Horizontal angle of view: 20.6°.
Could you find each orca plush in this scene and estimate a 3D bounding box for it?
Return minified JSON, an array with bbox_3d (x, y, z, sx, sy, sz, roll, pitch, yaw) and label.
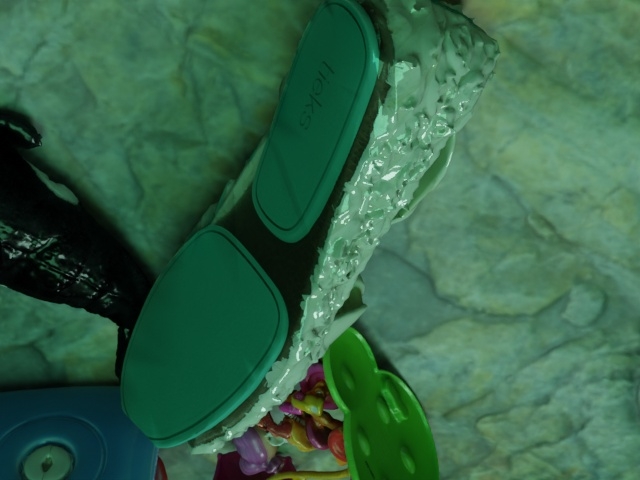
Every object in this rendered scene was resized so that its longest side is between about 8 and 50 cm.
[{"bbox_3d":[-0.233,0.014,1.257,0.151,0.102,0.287,-30,117,25],"label":"orca plush"}]

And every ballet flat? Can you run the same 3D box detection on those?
[{"bbox_3d":[0.000,0.000,1.208,0.147,0.147,0.409,25,125,-11],"label":"ballet flat"}]

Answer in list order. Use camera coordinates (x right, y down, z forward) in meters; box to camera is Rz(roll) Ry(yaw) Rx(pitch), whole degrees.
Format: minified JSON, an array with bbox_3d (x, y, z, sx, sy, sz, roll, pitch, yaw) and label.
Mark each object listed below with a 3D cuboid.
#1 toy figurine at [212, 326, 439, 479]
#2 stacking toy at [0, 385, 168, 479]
[{"bbox_3d":[-0.018,0.159,1.339,0.159,0.130,0.173,-17,110,29],"label":"toy figurine"},{"bbox_3d":[-0.186,0.268,1.420,0.166,0.175,0.301,-2,136,7],"label":"stacking toy"}]
